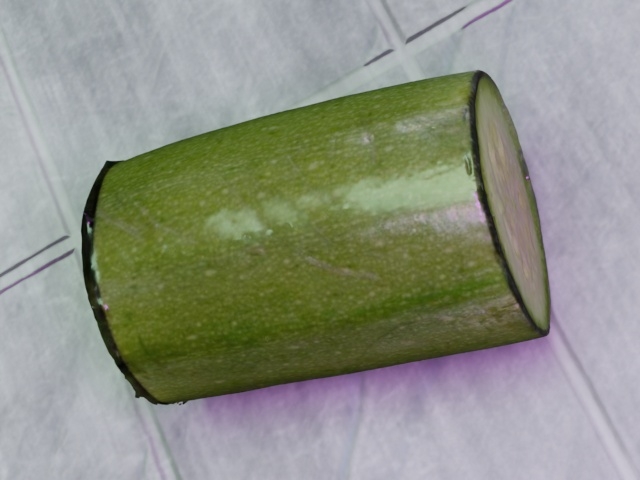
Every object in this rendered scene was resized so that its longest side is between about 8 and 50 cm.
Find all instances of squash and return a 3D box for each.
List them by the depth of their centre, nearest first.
[{"bbox_3d":[0.000,0.000,1.855,0.384,0.263,0.263,-12,63,17],"label":"squash"}]
